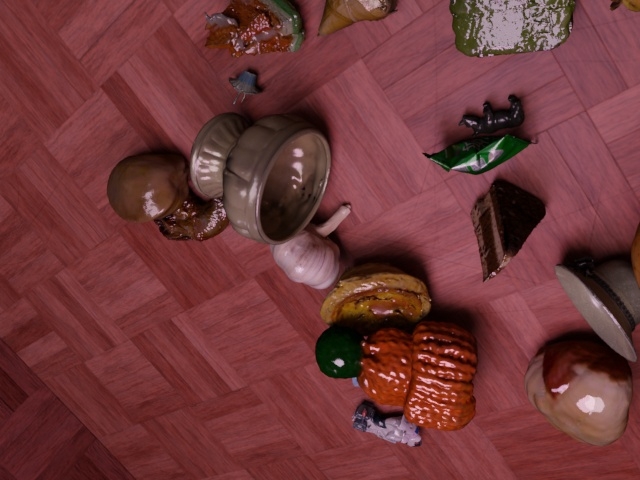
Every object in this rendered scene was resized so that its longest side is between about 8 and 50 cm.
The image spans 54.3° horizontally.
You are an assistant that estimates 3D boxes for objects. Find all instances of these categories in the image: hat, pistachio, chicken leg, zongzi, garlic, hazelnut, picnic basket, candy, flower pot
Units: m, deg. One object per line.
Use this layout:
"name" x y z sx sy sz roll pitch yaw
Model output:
"hat" 0.631 0.118 1.327 0.130 0.257 0.257 -36 104 4
"pistachio" -0.473 -0.140 1.661 0.260 0.213 0.163 3 142 33
"chicken leg" -0.332 -0.089 1.710 0.322 0.083 0.177 -1 102 29
"hat" 0.188 0.343 1.558 0.400 0.285 0.285 -1 123 1
"zongzi" 0.038 -0.511 1.237 0.197 0.099 0.194 -7 118 37
"garlic" 0.000 0.000 1.559 0.199 0.199 0.226 43 103 -6
"hazelnut" 0.625 0.349 1.462 0.261 0.241 0.261 39 145 34
"picnic basket" -0.179 -0.356 1.465 0.083 0.065 0.083 23 107 -1
"candy" 0.332 -0.177 1.294 0.203 0.141 0.078 -12 97 34
"flower pot" -0.145 -0.161 1.451 0.244 0.307 0.307 27 131 27

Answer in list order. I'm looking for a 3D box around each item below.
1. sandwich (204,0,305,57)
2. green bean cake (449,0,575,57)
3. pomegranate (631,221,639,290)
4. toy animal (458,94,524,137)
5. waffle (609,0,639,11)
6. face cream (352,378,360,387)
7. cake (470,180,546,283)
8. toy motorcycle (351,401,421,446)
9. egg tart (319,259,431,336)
"sandwich" -0.141 -0.455 1.319 0.185 0.160 0.109 31 149 13
"green bean cake" 0.344 -0.443 1.119 0.214 0.113 0.200 2 119 24
"pomegranate" 0.713 0.035 1.147 0.307 0.307 0.307 13 126 18
"toy animal" 0.351 -0.250 1.287 0.135 0.047 0.065 -10 124 25
"waffle" 0.572 -0.531 0.919 0.379 0.095 0.382 -5 124 8
"face cream" 0.208 0.393 1.767 0.229 0.075 0.075 2 122 24
"cake" 0.407 -0.006 1.308 0.135 0.246 0.112 18 129 -10
"toy motorcycle" 0.200 0.548 1.862 0.221 0.102 0.150 16 139 15
"egg tart" 0.137 0.146 1.583 0.290 0.115 0.290 -2 144 -1
